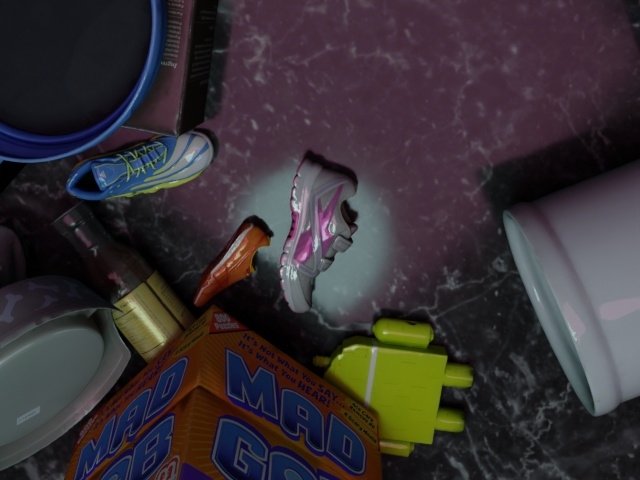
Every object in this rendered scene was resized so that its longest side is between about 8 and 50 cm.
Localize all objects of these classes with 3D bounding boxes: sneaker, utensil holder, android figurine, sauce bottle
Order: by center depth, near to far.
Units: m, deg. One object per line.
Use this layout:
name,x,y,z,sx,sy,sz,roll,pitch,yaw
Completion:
utensil holder,0.502,0.028,1.150,0.385,0.327,0.328,-24,102,6
sneaker,-0.287,-0.107,1.257,0.240,0.126,0.091,-17,103,8
sneaker,0.000,0.000,1.281,0.111,0.103,0.252,10,106,2
sauce bottle,-0.303,0.088,1.313,0.111,0.111,0.344,-33,102,11
sneaker,-0.148,0.051,1.325,0.067,0.064,0.175,37,107,-17
android figurine,0.116,0.252,1.364,0.272,0.056,0.248,6,105,1

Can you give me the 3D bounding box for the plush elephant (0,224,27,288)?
plush elephant,-0.599,0.047,1.210,0.330,0.272,0.255,-25,96,21

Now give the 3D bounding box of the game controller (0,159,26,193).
game controller,-0.510,-0.192,1.253,0.319,0.067,0.166,-44,136,14

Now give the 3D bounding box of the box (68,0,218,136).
box,-0.258,-0.275,1.189,0.167,0.168,0.203,10,105,1

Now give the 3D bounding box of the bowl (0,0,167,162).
bowl,-0.388,-0.302,1.074,0.391,0.077,0.391,3,103,12

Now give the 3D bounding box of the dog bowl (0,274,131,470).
dog bowl,-0.446,0.196,1.188,0.102,0.348,0.349,44,105,21

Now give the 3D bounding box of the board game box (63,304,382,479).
board game box,-0.152,0.397,1.192,0.356,0.356,0.356,38,116,-22
